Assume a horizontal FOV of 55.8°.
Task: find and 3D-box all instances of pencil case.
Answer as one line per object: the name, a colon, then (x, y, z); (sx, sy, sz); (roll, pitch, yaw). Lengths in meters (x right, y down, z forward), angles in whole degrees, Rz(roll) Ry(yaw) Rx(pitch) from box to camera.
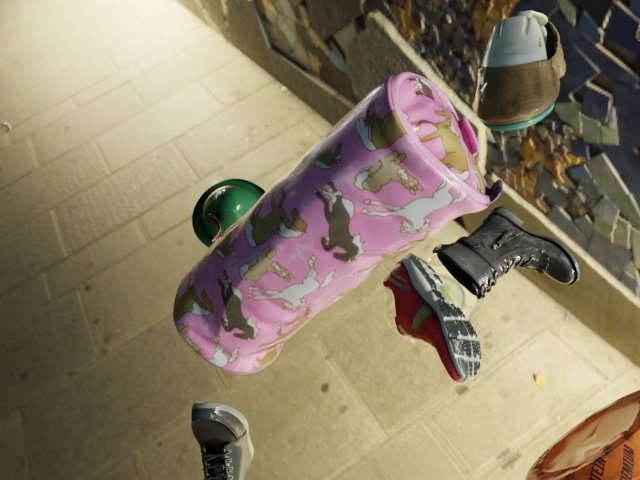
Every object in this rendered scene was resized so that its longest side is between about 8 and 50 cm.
pencil case: (0.000, 0.000, 0.655); (0.386, 0.167, 0.160); (-39, 24, 29)

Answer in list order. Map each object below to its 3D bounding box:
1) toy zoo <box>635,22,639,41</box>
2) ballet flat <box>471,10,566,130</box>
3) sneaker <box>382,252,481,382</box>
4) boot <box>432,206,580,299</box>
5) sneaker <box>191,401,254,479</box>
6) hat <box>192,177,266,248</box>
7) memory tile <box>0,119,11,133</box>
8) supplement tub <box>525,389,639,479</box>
toy zoo: (0.421, -0.211, 0.570); (0.030, 0.192, 0.293); (-10, 48, -6)
ballet flat: (0.284, -0.253, 0.844); (0.116, 0.124, 0.342); (4, 25, 29)
sneaker: (0.204, 0.157, 1.144); (0.118, 0.107, 0.279); (-44, 47, 24)
boot: (0.396, 0.056, 1.300); (0.263, 0.091, 0.229); (39, 55, 22)
sneaker: (-0.165, 0.364, 1.007); (0.083, 0.222, 0.118); (-4, 45, 13)
hat: (-0.195, -0.081, 1.200); (0.208, 0.183, 0.173); (35, 78, 24)
memory tile: (-0.737, -0.267, 1.265); (0.113, 0.148, 0.012); (-11, 57, 12)
supplement tub: (0.359, 0.318, 0.540); (0.207, 0.207, 0.338); (-33, 75, -11)
